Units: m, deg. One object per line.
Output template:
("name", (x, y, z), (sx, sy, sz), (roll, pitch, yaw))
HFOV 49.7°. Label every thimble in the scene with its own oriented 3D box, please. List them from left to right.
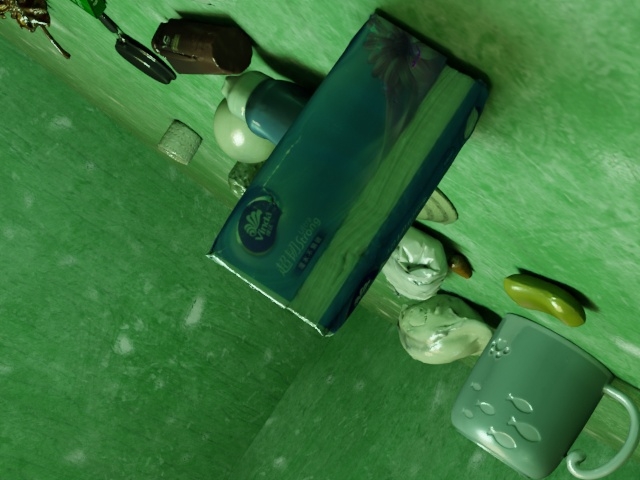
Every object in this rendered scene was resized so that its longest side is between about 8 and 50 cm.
("thimble", (-0.389, -0.272, 1.914), (0.102, 0.090, 0.115), (34, 173, -30))

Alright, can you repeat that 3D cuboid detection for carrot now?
("carrot", (0.262, 0.049, 1.293), (0.032, 0.032, 0.093), (30, 177, 34))

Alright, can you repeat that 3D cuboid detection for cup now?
("cup", (0.470, 0.359, 1.443), (0.356, 0.274, 0.259), (30, 173, 38))

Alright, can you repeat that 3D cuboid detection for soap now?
("soap", (0.351, 0.091, 1.080), (0.089, 0.045, 0.140), (35, 173, -37))

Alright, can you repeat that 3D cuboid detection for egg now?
("egg", (-0.111, -0.180, 1.079), (0.114, 0.114, 0.152), (34, 169, 1))

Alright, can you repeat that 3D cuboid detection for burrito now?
("burrito", (0.189, 0.060, 1.419), (0.139, 0.101, 0.445), (31, 174, 12))

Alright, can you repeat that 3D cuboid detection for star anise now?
("star anise", (-0.667, -0.512, 1.543), (0.177, 0.073, 0.234), (25, 156, 9))

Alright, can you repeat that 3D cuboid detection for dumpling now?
("dumpling", (0.323, 0.245, 1.721), (0.243, 0.187, 0.318), (40, 169, -23))

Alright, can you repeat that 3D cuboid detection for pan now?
("pan", (-0.374, -0.375, 1.334), (0.136, 0.028, 0.235), (28, 171, 39))

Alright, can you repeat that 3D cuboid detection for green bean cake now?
("green bean cake", (-0.080, -0.106, 1.476), (0.227, 0.125, 0.222), (30, 175, -5))

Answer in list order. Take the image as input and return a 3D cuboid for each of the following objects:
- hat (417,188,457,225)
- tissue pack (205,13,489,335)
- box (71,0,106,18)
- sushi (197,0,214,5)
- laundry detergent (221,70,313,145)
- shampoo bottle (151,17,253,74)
("hat", (0.079, -0.055, 1.082), (0.252, 0.110, 0.252), (33, 173, 5))
("tissue pack", (0.026, -0.051, 0.678), (0.146, 0.263, 0.198), (34, 174, 5))
("box", (-0.464, -0.461, 1.121), (0.235, 0.034, 0.132), (35, 174, -4))
("sushi", (-0.286, -0.376, 0.805), (0.290, 0.050, 0.264), (27, -175, 35))
("laundry detergent", (0.000, -0.140, 0.892), (0.290, 0.094, 0.143), (34, -156, 20))
("shampoo bottle", (-0.178, -0.273, 0.966), (0.067, 0.068, 0.236), (40, 170, -38))
